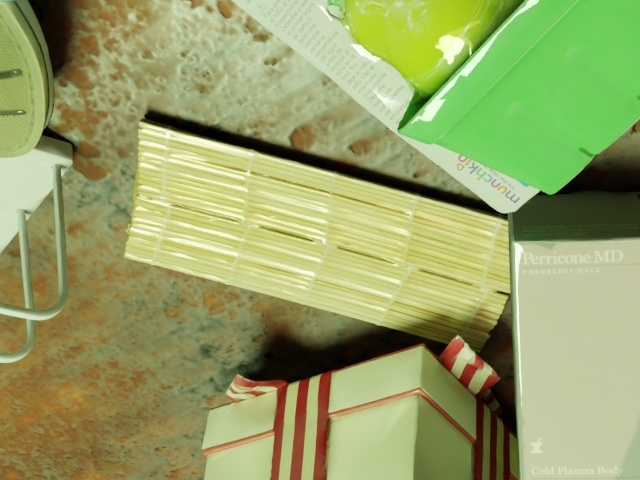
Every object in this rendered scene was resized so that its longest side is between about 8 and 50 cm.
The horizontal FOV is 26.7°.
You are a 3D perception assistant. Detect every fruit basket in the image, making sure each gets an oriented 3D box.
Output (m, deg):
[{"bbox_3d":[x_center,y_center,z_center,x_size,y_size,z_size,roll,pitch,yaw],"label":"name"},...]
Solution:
[{"bbox_3d":[0.083,-0.216,0.810,0.353,0.165,0.327,41,129,-3],"label":"fruit basket"}]

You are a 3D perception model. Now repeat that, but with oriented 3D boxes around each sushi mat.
[{"bbox_3d":[0.000,0.000,1.080,0.317,0.019,0.151,15,131,-2],"label":"sushi mat"}]

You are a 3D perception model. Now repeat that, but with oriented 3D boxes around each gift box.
[{"bbox_3d":[0.044,0.231,1.111,0.255,0.258,0.276,-17,134,26],"label":"gift box"}]

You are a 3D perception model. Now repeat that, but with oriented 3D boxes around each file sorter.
[{"bbox_3d":[-0.338,0.043,1.053,0.193,0.173,0.278,15,137,-34],"label":"file sorter"}]

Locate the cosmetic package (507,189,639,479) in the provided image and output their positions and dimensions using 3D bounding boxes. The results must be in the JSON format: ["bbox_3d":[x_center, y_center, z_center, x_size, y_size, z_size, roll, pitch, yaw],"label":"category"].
[{"bbox_3d":[0.206,0.087,1.008,0.127,0.107,0.237,-4,114,8],"label":"cosmetic package"}]

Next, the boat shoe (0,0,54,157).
[{"bbox_3d":[-0.247,-0.190,0.911,0.113,0.103,0.302,-1,137,11],"label":"boat shoe"}]
